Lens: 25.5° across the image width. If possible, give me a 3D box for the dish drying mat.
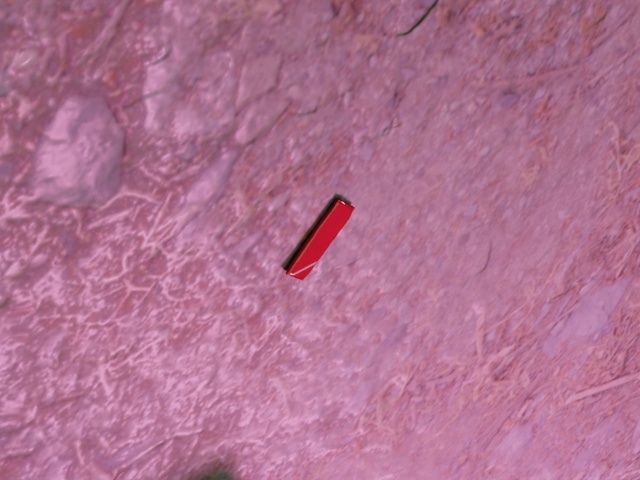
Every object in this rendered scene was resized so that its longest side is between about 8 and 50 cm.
[{"bbox_3d":[0.000,0.000,1.286,0.083,0.008,0.032,-54,146,7],"label":"dish drying mat"}]
